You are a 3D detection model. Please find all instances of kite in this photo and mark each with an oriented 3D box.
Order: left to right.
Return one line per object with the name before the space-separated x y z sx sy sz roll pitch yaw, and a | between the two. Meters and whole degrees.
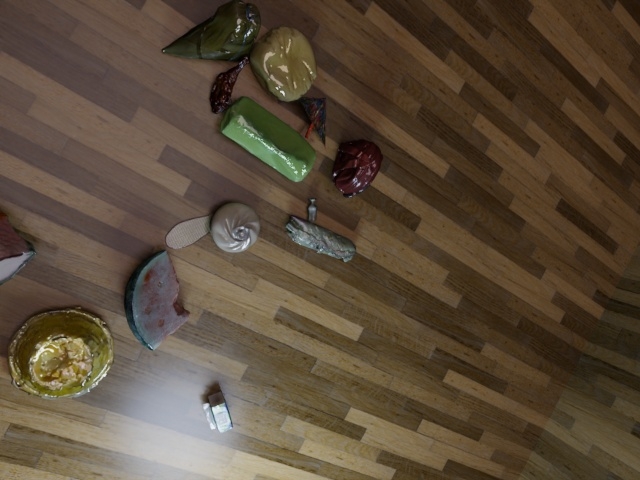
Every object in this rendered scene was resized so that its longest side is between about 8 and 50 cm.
kite | -0.012 -0.425 1.796 0.232 0.009 0.189 53 54 -46

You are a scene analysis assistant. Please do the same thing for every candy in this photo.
candy | -0.169 -0.338 1.722 0.344 0.132 0.142 33 43 -27

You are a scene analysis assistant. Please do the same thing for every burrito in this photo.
burrito | 0.002 -0.003 1.887 0.309 0.066 0.096 24 85 -26

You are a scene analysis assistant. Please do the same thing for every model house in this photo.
model house | -0.972 0.012 1.409 0.237 0.202 0.237 -35 89 23

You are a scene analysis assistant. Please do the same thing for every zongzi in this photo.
zongzi | -0.326 -0.618 1.526 0.275 0.251 0.125 -8 86 -21

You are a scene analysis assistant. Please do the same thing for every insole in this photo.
insole | -0.403 -0.044 1.734 0.253 0.005 0.086 -25 109 -18

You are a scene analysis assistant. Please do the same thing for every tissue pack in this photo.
tissue pack | -0.368 0.617 1.833 0.079 0.085 0.110 -18 108 -18

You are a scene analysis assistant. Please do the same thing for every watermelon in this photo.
watermelon | -0.536 0.190 1.675 0.226 0.148 0.318 12 81 -43

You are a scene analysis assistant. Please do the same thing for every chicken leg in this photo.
chicken leg | -0.294 -0.498 1.641 0.053 0.093 0.205 1 117 -50

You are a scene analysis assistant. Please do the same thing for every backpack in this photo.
backpack | 0.131 -0.263 1.810 0.139 0.229 0.229 32 86 -22

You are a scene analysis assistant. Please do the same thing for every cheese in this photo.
cheese | -0.114 -0.584 1.704 0.214 0.117 0.226 -46 119 -14

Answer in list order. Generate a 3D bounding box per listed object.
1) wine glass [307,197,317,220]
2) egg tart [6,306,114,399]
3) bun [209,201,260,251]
wine glass | -0.031 -0.112 1.866 0.039 0.042 0.083 4 102 5
egg tart | -0.795 0.363 1.578 0.315 0.120 0.314 -4 101 -22
bun | -0.279 -0.040 1.722 0.173 0.120 0.172 -9 109 -25
